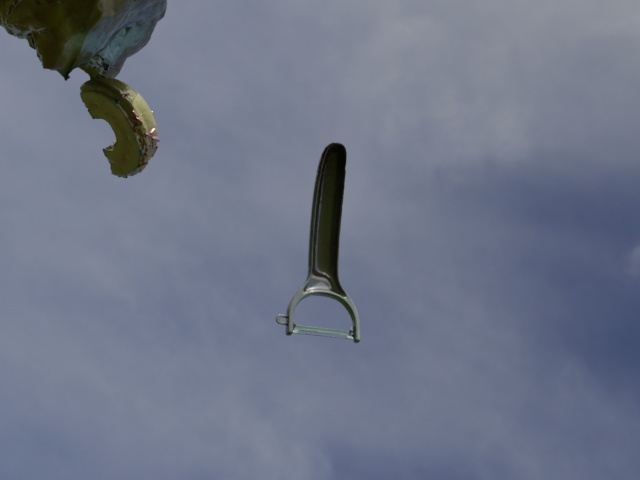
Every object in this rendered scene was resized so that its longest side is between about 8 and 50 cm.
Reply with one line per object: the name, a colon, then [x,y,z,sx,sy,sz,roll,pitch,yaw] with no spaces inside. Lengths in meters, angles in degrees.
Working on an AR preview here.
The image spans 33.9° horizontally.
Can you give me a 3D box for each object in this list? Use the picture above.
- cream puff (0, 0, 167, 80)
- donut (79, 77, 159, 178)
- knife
cream puff: [-0.368,-0.401,1.579,0.274,0.323,0.270,-44,-89,3]
donut: [-0.300,-0.178,1.637,0.108,0.065,0.166,7,-57,36]
knife: [-0.001,0.000,1.456,0.053,0.123,0.278,-23,-119,60]
